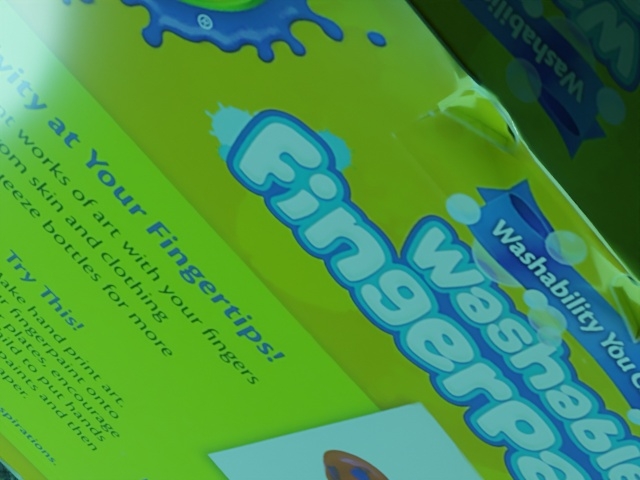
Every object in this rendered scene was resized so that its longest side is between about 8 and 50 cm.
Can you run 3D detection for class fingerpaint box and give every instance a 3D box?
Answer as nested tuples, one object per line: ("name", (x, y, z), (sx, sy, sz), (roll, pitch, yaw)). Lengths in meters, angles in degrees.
("fingerpaint box", (0.000, 0.000, 0.580), (0.371, 0.445, 0.163), (-28, -161, 48))
